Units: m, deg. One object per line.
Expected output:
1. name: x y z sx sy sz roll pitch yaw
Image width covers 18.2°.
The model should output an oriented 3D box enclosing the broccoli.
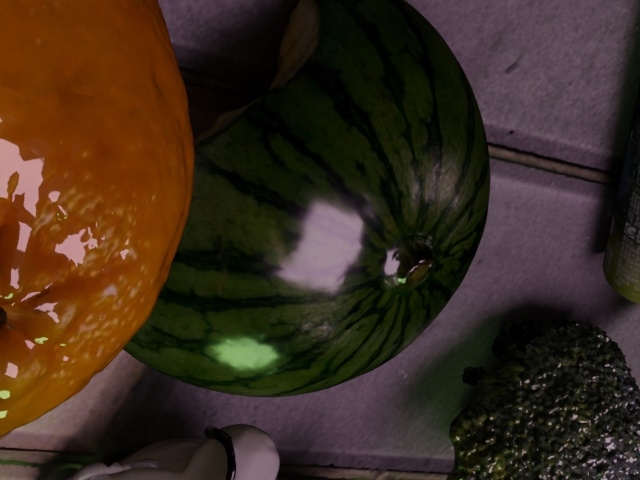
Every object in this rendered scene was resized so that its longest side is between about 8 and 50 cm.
1. broccoli: 0.201 0.168 1.767 0.176 0.226 0.198 -28 119 9

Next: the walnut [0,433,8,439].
1. walnut: -0.234 0.074 1.370 0.143 0.069 0.170 -2 123 -39

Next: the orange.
1. orange: -0.228 -0.043 1.084 0.340 0.293 0.341 -23 135 -25

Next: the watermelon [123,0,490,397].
1. watermelon: 0.000 0.000 1.424 0.330 0.189 0.331 -19 134 -20

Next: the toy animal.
1. toy animal: -0.056 0.267 1.612 0.258 0.194 0.357 -33 153 23

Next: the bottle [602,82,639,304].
1. bottle: 0.307 -0.093 1.673 0.093 0.093 0.330 -20 137 -27
